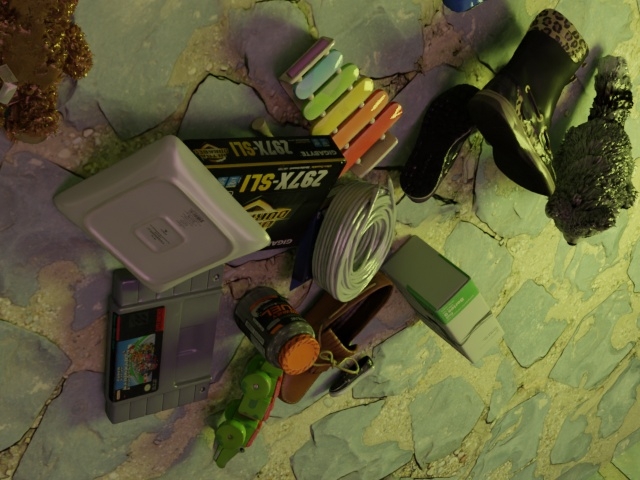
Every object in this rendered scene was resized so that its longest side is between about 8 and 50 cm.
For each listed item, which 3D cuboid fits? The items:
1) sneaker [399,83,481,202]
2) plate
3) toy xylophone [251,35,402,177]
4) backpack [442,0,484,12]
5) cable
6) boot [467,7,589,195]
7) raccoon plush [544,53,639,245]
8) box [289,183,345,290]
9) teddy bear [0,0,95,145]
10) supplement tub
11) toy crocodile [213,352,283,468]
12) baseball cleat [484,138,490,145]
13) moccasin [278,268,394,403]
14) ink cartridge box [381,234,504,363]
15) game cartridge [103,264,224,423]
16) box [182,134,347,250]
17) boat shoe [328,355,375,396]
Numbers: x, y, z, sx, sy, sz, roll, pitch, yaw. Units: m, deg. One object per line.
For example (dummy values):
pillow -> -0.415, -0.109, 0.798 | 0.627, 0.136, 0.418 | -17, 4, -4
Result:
sneaker -> 0.265, -0.214, 1.823 | 0.283, 0.107, 0.124 | -58, 166, -1
plate -> -0.272, -0.023, 1.405 | 0.278, 0.045, 0.277 | -23, 127, 24
toy xylophone -> 0.014, -0.238, 1.595 | 0.236, 0.081, 0.323 | -50, 136, 3
backpack -> 0.287, -0.515, 1.610 | 0.120, 0.098, 0.101 | -33, 127, 2
cable -> 0.071, -0.001, 1.742 | 0.257, 0.089, 0.257 | -57, 156, -17
boot -> 0.485, -0.293, 1.806 | 0.284, 0.138, 0.377 | -56, 134, -10
raccoon plush -> 0.635, -0.213, 1.972 | 0.299, 0.216, 0.446 | -26, 111, -62
box -> 0.000, 0.000, 1.754 | 0.136, 0.036, 0.225 | -29, 138, -50
teddy bear -> -0.445, -0.283, 1.199 | 0.245, 0.113, 0.338 | -12, 134, -24
supplement tub -> -0.090, 0.192, 1.735 | 0.117, 0.190, 0.117 | -21, 130, -27
toy crocodile -> -0.149, 0.371, 1.843 | 0.105, 0.115, 0.340 | 26, 106, -3
baseball cleat -> 0.432, -0.319, 1.890 | 0.206, 0.072, 0.109 | -53, 130, -9
moccasin -> 0.031, 0.225, 1.886 | 0.380, 0.147, 0.139 | -49, 137, 0
ink cartridge box -> 0.304, 0.148, 2.001 | 0.121, 0.211, 0.289 | -45, 136, -5
game cartridge -> -0.319, 0.204, 1.661 | 0.230, 0.068, 0.355 | -13, 127, -37
box -> -0.140, -0.078, 1.531 | 0.322, 0.079, 0.257 | -7, 142, -36
boat shoe -> 0.075, 0.343, 2.083 | 0.142, 0.049, 0.040 | -34, 116, -17
